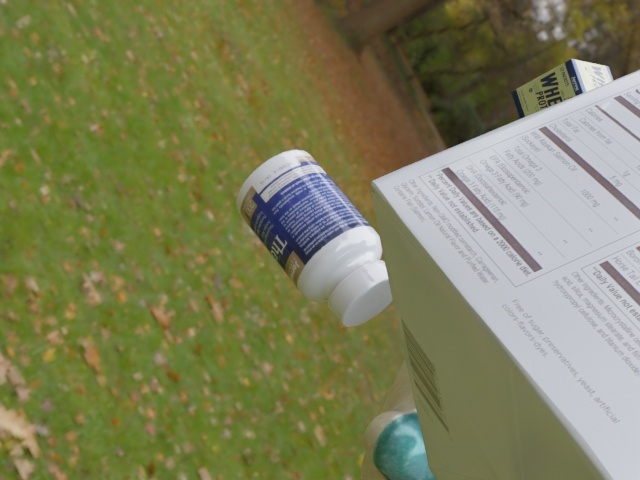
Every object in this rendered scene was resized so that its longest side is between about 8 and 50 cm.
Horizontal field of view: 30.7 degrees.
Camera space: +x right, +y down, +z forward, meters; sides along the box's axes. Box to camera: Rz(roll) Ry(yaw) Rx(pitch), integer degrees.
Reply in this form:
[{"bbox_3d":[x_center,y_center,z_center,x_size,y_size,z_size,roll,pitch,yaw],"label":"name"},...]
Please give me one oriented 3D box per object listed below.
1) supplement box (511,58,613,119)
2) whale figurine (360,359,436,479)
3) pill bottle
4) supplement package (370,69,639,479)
[{"bbox_3d":[0.274,-0.154,1.292,0.083,0.083,0.056,-1,70,-47],"label":"supplement box"},{"bbox_3d":[0.128,0.110,0.772,0.141,0.216,0.272,32,-54,39],"label":"whale figurine"},{"bbox_3d":[0.000,0.000,0.804,0.120,0.067,0.067,51,3,25],"label":"pill bottle"},{"bbox_3d":[0.191,0.049,0.498,0.198,0.263,0.199,-124,-165,-48],"label":"supplement package"}]
